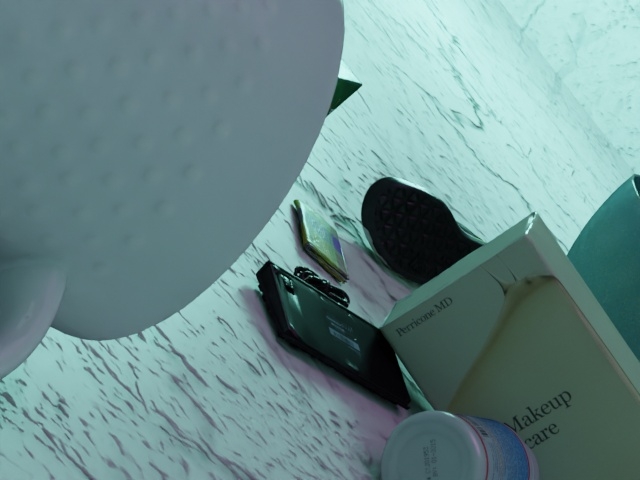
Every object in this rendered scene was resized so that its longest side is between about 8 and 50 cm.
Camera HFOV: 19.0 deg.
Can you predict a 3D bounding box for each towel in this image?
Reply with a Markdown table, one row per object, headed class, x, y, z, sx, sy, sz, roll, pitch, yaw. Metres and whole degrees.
| class | x | y | z | sx | sy | sz | roll | pitch | yaw |
| --- | --- | --- | --- | --- | --- | --- | --- | --- | --- |
| towel | 0.000 | 0.000 | 1.731 | 0.060 | 0.009 | 0.083 | 41 | 19 | -30 |

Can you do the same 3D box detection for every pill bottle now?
| class | x | y | z | sx | sy | sz | roll | pitch | yaw |
| --- | --- | --- | --- | --- | --- | --- | --- | --- | --- |
| pill bottle | 0.116 | 0.183 | 1.520 | 0.087 | 0.087 | 0.160 | 58 | 18 | 22 |

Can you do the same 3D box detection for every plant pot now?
| class | x | y | z | sx | sy | sz | roll | pitch | yaw |
| --- | --- | --- | --- | --- | --- | --- | --- | --- | --- |
| plant pot | 0.367 | 0.097 | 2.170 | 0.290 | 0.195 | 0.290 | 46 | 17 | -19 |

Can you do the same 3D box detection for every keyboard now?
| class | x | y | z | sx | sy | sz | roll | pitch | yaw |
| --- | --- | --- | --- | --- | --- | --- | --- | --- | --- |
| keyboard | 0.009 | 0.073 | 1.584 | 0.180 | 0.023 | 0.108 | 35 | 30 | -47 |

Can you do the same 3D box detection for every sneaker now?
| class | x | y | z | sx | sy | sz | roll | pitch | yaw |
| --- | --- | --- | --- | --- | --- | --- | --- | --- | --- |
| sneaker | 0.101 | 0.001 | 1.921 | 0.234 | 0.084 | 0.097 | 37 | -2 | -43 |

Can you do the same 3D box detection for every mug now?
| class | x | y | z | sx | sy | sz | roll | pitch | yaw |
| --- | --- | --- | --- | --- | --- | --- | --- | --- | --- |
| mug | -0.204 | -0.094 | 1.016 | 0.328 | 0.276 | 0.374 | 32 | 55 | -35 |

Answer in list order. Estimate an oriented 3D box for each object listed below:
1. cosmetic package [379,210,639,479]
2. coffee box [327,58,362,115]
| class | x | y | z | sx | sy | sz | roll | pitch | yaw |
| --- | --- | --- | --- | --- | --- | --- | --- | --- | --- |
| cosmetic package | 0.206 | 0.150 | 1.662 | 0.309 | 0.160 | 0.113 | 54 | 15 | -4 |
| coffee box | -0.042 | -0.125 | 1.706 | 0.040 | 0.113 | 0.184 | 52 | 18 | 13 |
